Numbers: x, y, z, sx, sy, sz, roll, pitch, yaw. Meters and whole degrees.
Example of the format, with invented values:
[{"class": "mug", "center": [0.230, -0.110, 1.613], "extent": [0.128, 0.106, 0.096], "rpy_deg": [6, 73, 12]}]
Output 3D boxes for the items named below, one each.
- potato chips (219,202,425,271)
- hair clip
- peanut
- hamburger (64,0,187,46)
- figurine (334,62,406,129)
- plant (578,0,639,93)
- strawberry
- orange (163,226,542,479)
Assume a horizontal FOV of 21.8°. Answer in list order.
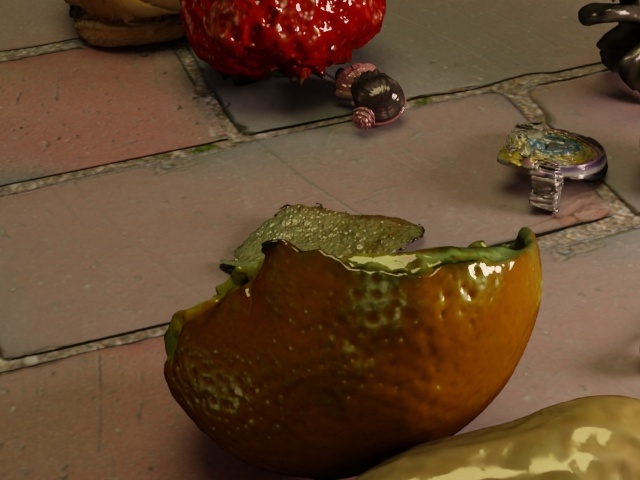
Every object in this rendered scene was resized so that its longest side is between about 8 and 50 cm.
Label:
[{"class": "potato chips", "center": [0.000, 0.000, 1.704], "extent": [0.209, 0.026, 0.142], "rpy_deg": [-20, 39, -21]}, {"class": "hair clip", "center": [0.252, -0.086, 1.799], "extent": [0.116, 0.049, 0.172], "rpy_deg": [17, 28, 8]}, {"class": "peanut", "center": [0.145, 0.208, 1.259], "extent": [0.319, 0.147, 0.147], "rpy_deg": [-14, 34, -12]}, {"class": "hamburger", "center": [-0.215, -0.349, 2.174], "extent": [0.286, 0.146, 0.243], "rpy_deg": [17, 45, 26]}, {"class": "figurine", "center": [0.051, -0.175, 1.945], "extent": [0.072, 0.054, 0.129], "rpy_deg": [-18, 33, -14]}, {"class": "plant", "center": [0.441, -0.275, 1.909], "extent": [0.276, 0.199, 0.188], "rpy_deg": [-41, 79, 2]}, {"class": "strawberry", "center": [-0.052, -0.327, 1.975], "extent": [0.257, 0.277, 0.257], "rpy_deg": [-12, 23, 5]}, {"class": "orange", "center": [0.036, 0.087, 1.355], "extent": [0.334, 0.196, 0.262], "rpy_deg": [-32, -8, 35]}]
